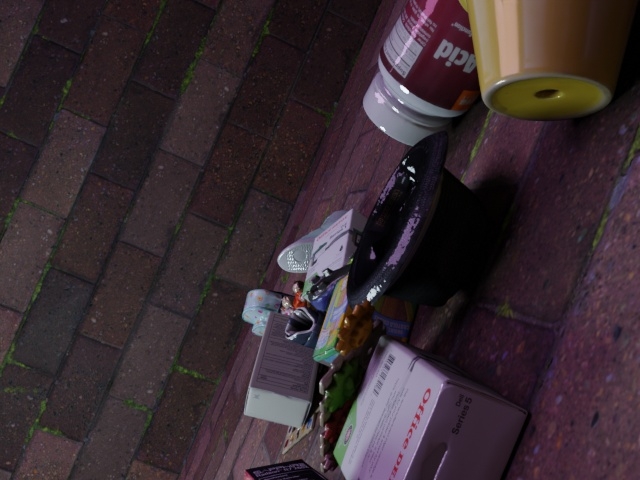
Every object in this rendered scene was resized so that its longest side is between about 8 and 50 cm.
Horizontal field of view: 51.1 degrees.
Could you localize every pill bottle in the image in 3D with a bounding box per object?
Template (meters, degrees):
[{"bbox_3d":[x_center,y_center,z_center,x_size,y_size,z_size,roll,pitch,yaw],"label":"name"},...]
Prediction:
[{"bbox_3d":[0.254,-0.391,1.333,0.224,0.224,0.392,-78,15,-49],"label":"pill bottle"}]

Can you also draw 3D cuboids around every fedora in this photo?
[{"bbox_3d":[0.173,-0.009,1.088,0.334,0.153,0.334,-61,8,15],"label":"fedora"}]

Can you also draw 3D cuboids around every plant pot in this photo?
[{"bbox_3d":[0.304,-0.297,0.886,0.254,0.254,0.239,153,124,-74],"label":"plant pot"}]

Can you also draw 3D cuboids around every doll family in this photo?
[{"bbox_3d":[-0.034,0.187,1.853,0.263,0.118,0.163,127,142,-66],"label":"doll family"}]

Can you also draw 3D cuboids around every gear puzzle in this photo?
[{"bbox_3d":[0.064,0.219,1.038,0.175,0.044,0.339,-40,-37,-38],"label":"gear puzzle"}]

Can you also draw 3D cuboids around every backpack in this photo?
[{"bbox_3d":[-0.155,0.235,2.130,0.166,0.188,0.144,-47,22,60],"label":"backpack"}]

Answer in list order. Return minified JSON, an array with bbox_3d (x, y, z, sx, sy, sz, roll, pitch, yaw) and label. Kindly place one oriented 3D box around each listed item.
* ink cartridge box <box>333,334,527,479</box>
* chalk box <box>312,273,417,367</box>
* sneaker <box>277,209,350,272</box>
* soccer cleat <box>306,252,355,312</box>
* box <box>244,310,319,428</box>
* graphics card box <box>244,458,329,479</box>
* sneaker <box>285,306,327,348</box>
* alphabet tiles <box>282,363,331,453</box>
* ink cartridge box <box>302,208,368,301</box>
[{"bbox_3d":[0.125,0.254,0.866,0.273,0.115,0.198,-162,95,-80],"label":"ink cartridge box"},{"bbox_3d":[0.077,0.179,1.232,0.132,0.132,0.213,136,155,-65],"label":"chalk box"},{"bbox_3d":[0.001,0.000,1.892,0.256,0.094,0.151,-25,21,8],"label":"sneaker"},{"bbox_3d":[0.095,0.091,1.454,0.289,0.121,0.093,-29,26,40],"label":"soccer cleat"},{"bbox_3d":[-0.083,0.309,1.614,0.232,0.149,0.126,-77,1,-45],"label":"box"},{"bbox_3d":[0.018,0.405,0.713,0.371,0.094,0.232,3,93,63],"label":"graphics card box"},{"bbox_3d":[-0.005,0.210,1.500,0.226,0.163,0.086,141,149,-72],"label":"sneaker"},{"bbox_3d":[-0.029,0.396,1.639,0.237,0.009,0.198,-54,16,49],"label":"alphabet tiles"},{"bbox_3d":[0.050,0.049,1.673,0.160,0.093,0.219,-39,26,35],"label":"ink cartridge box"}]
